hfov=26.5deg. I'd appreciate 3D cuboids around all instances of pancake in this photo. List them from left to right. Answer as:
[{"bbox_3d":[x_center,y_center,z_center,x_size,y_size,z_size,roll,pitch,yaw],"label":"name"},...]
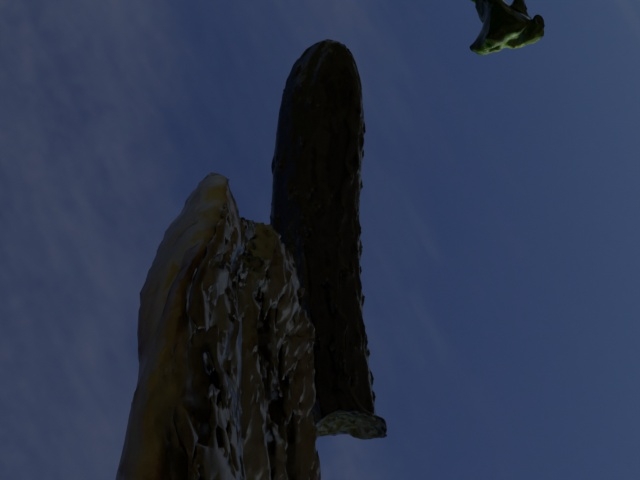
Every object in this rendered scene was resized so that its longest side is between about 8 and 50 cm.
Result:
[{"bbox_3d":[-0.053,0.149,0.776,0.382,0.071,0.382,-1,-90,-83],"label":"pancake"}]

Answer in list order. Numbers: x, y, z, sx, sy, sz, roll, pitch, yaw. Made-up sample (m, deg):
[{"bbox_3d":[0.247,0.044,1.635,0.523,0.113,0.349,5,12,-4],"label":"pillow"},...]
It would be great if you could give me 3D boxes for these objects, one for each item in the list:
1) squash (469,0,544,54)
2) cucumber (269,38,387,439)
[{"bbox_3d":[0.030,-0.268,0.640,0.101,0.101,0.378,-42,-65,-61],"label":"squash"},{"bbox_3d":[0.000,0.000,1.022,0.072,0.081,0.303,142,124,-84],"label":"cucumber"}]
